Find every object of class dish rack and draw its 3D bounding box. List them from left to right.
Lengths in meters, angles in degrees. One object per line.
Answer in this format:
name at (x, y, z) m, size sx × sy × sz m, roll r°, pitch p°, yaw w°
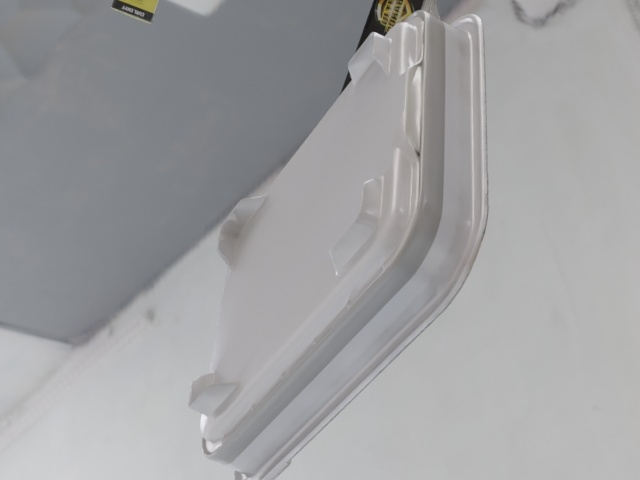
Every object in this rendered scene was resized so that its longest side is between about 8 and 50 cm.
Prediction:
dish rack at (0.000, 0.000, 0.941) m, size 0.333 × 0.072 × 0.285 m, roll -49°, pitch -156°, yaw 40°

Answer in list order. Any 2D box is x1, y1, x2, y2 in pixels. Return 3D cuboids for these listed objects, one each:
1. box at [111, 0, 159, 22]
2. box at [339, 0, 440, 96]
box at (-0.206, -0.399, 1.672) m, size 0.087 × 0.058 × 0.232 m, roll -130°, pitch -120°, yaw -79°
box at (0.061, -0.141, 1.293) m, size 0.051 × 0.175 × 0.220 m, roll 19°, pitch -92°, yaw 11°
